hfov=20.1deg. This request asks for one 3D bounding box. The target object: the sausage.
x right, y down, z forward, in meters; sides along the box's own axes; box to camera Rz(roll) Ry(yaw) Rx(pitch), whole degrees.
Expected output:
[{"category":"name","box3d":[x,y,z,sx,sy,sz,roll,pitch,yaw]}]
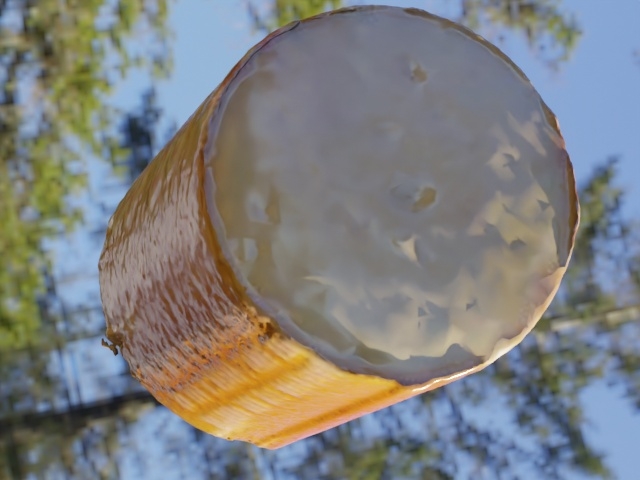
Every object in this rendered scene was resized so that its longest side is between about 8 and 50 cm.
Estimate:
[{"category":"sausage","box3d":[0.000,0.000,1.140,0.287,0.233,0.233,149,-70,-67]}]
